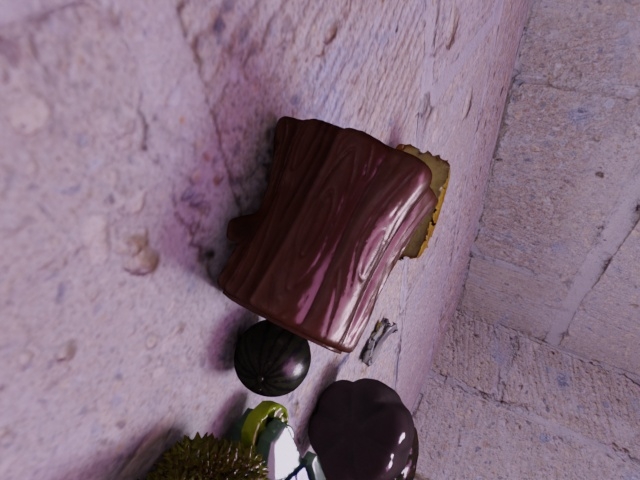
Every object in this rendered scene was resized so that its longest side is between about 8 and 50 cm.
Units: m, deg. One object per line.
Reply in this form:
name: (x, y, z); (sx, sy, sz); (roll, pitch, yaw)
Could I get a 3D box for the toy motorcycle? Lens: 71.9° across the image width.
toy motorcycle: (-0.092, 0.417, 0.681); (0.200, 0.191, 0.326); (-42, 130, -43)

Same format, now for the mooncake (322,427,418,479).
mooncake: (0.146, 0.603, 1.225); (0.290, 0.161, 0.290); (-4, 96, -46)

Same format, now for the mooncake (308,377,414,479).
mooncake: (0.089, 0.435, 1.001); (0.133, 0.245, 0.244); (40, 71, -57)

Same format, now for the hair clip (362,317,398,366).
hair clip: (0.171, 0.308, 1.302); (0.172, 0.049, 0.116); (-53, 146, -30)

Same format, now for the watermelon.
watermelon: (-0.067, 0.163, 0.594); (0.133, 0.105, 0.105); (-52, 156, -75)

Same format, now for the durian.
durian: (-0.149, 0.309, 0.504); (0.159, 0.146, 0.198); (-57, 152, 11)

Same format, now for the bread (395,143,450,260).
bread: (0.192, -0.071, 0.931); (0.139, 0.143, 0.228); (12, 99, -65)

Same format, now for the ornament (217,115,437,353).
ornament: (0.000, 0.000, 0.526); (0.217, 0.221, 0.235); (-63, -160, -9)
